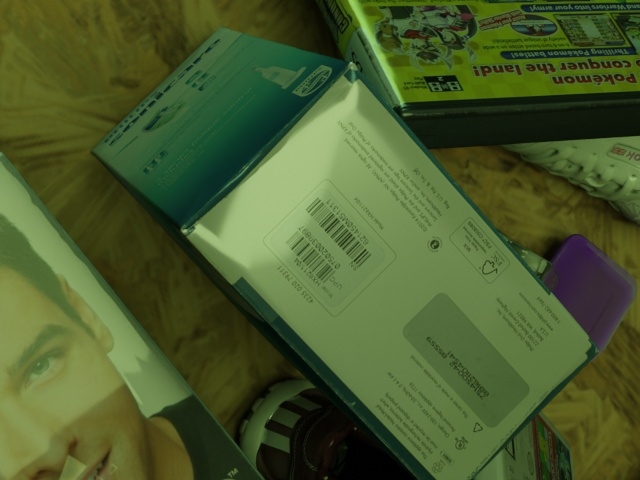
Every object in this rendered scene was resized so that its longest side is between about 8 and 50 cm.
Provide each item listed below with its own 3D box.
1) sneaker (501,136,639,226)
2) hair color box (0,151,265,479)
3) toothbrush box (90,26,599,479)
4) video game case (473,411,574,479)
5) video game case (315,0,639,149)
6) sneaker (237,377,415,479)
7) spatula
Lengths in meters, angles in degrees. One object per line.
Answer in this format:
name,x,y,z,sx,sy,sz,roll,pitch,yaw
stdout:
sneaker,0.210,-0.073,1.194,0.305,0.114,0.152,-7,95,-23
hair color box,-0.157,0.140,1.036,0.185,0.113,0.374,-39,107,-8
toothbrush box,0.000,0.000,1.003,0.126,0.295,0.216,-44,110,-4
video game case,0.139,0.198,1.129,0.183,0.023,0.201,48,35,-53
video game case,0.126,-0.161,1.108,0.274,0.248,0.035,-5,139,-24
sneaker,0.077,0.202,1.127,0.281,0.162,0.106,37,79,-21
spatula,0.111,-0.008,1.201,0.296,0.030,0.084,34,82,-22
